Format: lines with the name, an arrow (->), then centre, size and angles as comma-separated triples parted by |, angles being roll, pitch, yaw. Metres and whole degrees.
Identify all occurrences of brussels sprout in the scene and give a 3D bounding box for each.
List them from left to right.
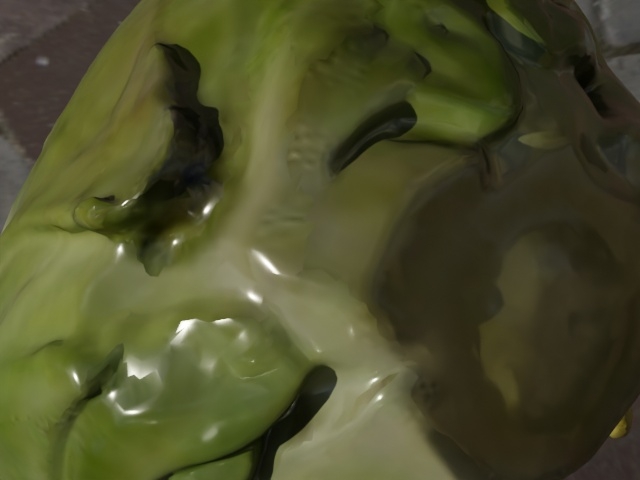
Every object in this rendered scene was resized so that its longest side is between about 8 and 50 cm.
brussels sprout -> 0.000, 0.000, 0.660 | 0.247, 0.328, 0.328 | 33, 96, -24

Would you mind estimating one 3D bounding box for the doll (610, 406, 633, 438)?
doll -> 0.244, 0.007, 0.997 | 0.141, 0.296, 0.117 | 37, 141, 31
